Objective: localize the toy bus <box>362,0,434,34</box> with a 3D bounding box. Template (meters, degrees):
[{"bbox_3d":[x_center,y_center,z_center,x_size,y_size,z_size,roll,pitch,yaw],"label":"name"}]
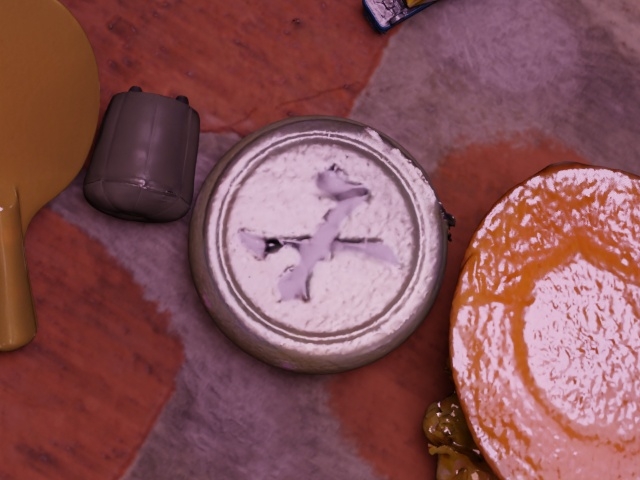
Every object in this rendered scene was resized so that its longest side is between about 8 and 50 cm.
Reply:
[{"bbox_3d":[0.079,-0.225,1.151,0.083,0.046,0.038,-32,90,-11],"label":"toy bus"}]

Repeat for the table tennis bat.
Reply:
[{"bbox_3d":[-0.266,-0.054,1.017,0.198,0.050,0.320,-18,119,-38],"label":"table tennis bat"}]

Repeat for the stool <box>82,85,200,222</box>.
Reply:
[{"bbox_3d":[-0.152,-0.073,1.083,0.096,0.096,0.110,10,77,-5],"label":"stool"}]

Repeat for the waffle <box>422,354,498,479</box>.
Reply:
[{"bbox_3d":[0.277,0.218,1.099,0.380,0.095,0.382,-11,87,-7],"label":"waffle"}]

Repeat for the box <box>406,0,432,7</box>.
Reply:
[{"bbox_3d":[0.113,-0.360,1.118,0.168,0.097,0.265,-23,86,-31],"label":"box"}]

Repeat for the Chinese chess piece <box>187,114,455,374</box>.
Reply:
[{"bbox_3d":[0.000,0.000,1.092,0.238,0.092,0.237,1,82,-7],"label":"Chinese chess piece"}]

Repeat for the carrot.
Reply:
[{"bbox_3d":[0.230,0.087,1.020,0.258,0.100,0.307,-12,82,-3],"label":"carrot"}]
